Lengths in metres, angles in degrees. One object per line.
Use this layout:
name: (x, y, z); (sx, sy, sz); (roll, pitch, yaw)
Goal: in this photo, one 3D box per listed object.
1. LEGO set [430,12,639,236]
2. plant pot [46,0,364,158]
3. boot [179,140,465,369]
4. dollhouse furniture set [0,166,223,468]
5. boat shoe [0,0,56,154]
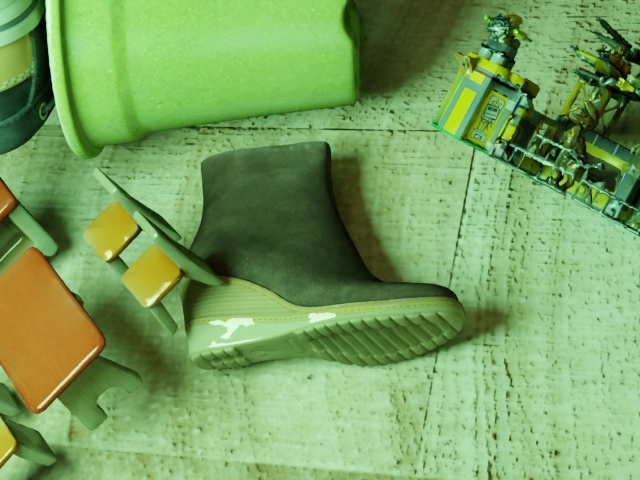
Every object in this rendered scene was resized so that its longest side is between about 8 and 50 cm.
LEGO set: (0.269, -0.100, 1.191); (0.331, 0.255, 0.192); (33, 99, 43)
plant pot: (-0.089, -0.210, 1.394); (0.253, 0.276, 0.276); (1, 57, 3)
boot: (0.000, 0.000, 1.309); (0.248, 0.090, 0.207); (-6, 58, 17)
dollhouse furniture set: (-0.257, 0.044, 1.300); (0.262, 0.135, 0.259); (-46, 46, 0)
boat shoe: (-0.309, -0.231, 1.474); (0.186, 0.156, 0.500); (-10, 30, -1)
